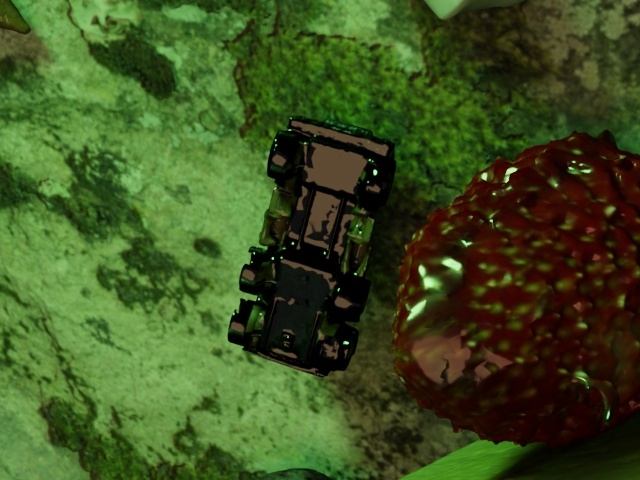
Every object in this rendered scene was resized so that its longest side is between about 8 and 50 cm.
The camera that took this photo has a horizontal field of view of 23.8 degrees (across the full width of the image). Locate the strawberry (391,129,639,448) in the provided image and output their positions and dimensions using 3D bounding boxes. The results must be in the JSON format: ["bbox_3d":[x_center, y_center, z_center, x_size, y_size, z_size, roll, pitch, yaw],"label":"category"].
[{"bbox_3d":[0.215,0.068,1.323,0.292,0.343,0.292,13,121,22],"label":"strawberry"}]

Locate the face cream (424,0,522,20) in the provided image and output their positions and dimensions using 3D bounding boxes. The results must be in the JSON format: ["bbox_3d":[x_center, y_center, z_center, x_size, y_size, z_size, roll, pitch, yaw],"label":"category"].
[{"bbox_3d":[0.036,-0.331,1.332,0.369,0.145,0.145,49,121,-2],"label":"face cream"}]

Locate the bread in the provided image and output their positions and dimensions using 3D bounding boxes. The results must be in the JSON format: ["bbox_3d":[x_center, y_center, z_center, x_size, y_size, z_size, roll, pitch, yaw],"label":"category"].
[{"bbox_3d":[0.258,0.284,1.412,0.346,0.405,0.242,-16,95,40],"label":"bread"}]

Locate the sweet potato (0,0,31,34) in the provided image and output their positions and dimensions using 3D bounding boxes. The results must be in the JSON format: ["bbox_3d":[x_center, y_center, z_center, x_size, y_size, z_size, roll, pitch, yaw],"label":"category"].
[{"bbox_3d":[-0.397,-0.275,1.594,0.218,0.051,0.065,25,116,10],"label":"sweet potato"}]

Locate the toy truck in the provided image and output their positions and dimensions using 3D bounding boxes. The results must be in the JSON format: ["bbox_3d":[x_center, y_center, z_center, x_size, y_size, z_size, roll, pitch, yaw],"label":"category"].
[{"bbox_3d":[-0.001,0.000,1.508,0.127,0.127,0.257,17,117,8],"label":"toy truck"}]

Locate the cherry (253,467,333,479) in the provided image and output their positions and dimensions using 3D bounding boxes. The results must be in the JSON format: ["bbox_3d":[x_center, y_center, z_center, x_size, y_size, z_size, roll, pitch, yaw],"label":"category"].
[{"bbox_3d":[-0.030,0.350,1.638,0.195,0.195,0.195,9,115,19],"label":"cherry"}]
